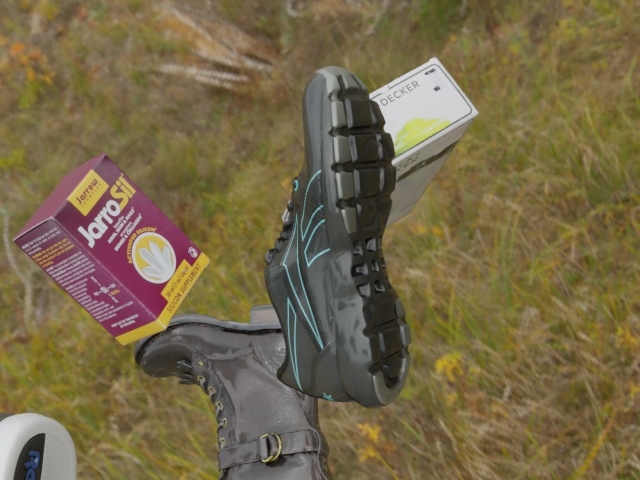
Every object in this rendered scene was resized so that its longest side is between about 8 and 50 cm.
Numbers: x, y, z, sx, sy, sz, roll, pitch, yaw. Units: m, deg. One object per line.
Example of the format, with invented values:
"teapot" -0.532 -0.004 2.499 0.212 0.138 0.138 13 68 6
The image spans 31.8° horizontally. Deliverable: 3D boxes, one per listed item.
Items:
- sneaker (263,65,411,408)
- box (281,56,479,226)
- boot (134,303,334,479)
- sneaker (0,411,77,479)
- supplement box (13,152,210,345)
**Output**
"sneaker" 0.000 0.000 0.877 0.106 0.101 0.267 -2 94 32
"box" 0.064 -0.086 1.379 0.169 0.290 0.087 -31 77 -23
"boot" -0.094 0.191 1.161 0.263 0.091 0.229 -13 64 30
"sneaker" -0.196 0.191 0.549 0.121 0.079 0.217 -2 65 29
"supplement box" -0.108 0.005 0.587 0.043 0.083 0.055 -23 28 44
